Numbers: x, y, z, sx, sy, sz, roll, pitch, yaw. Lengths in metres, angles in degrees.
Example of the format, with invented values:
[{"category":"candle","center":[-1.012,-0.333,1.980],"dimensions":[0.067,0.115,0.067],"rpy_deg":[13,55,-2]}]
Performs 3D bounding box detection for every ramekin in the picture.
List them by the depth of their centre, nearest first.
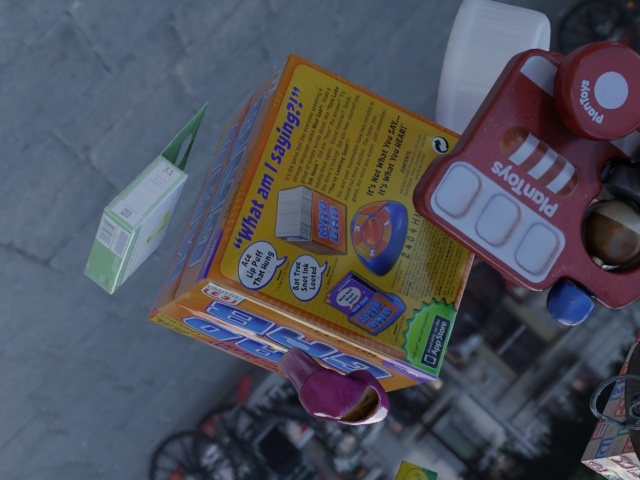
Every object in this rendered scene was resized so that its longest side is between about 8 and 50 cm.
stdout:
[{"category":"ramekin","center":[0.286,-0.256,1.974],"dimensions":[0.277,0.135,0.277],"rpy_deg":[12,90,-76]}]

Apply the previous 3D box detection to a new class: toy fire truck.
[{"category":"toy fire truck","center":[0.272,-0.053,1.279],"dimensions":[0.254,0.302,0.169],"rpy_deg":[-56,-163,-6]}]

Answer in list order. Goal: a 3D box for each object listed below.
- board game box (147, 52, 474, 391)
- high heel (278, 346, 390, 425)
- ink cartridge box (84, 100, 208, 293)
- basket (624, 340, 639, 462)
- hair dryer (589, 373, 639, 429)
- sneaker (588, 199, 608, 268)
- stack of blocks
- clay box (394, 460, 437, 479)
[{"category":"board game box","center":[0.000,0.000,1.817],"dimensions":[0.356,0.356,0.356],"rpy_deg":[-31,-143,66]},{"category":"high heel","center":[0.046,0.209,1.509],"dimensions":[0.082,0.117,0.244],"rpy_deg":[-46,142,-1]},{"category":"ink cartridge box","center":[-0.214,-0.056,1.607],"dimensions":[0.235,0.056,0.171],"rpy_deg":[-50,174,-36]},{"category":"basket","center":[0.533,0.203,1.559],"dimensions":[0.227,0.154,0.204],"rpy_deg":[-20,-121,48]},{"category":"hair dryer","center":[0.458,0.157,1.289],"dimensions":[0.223,0.294,0.080],"rpy_deg":[-39,-142,53]},{"category":"sneaker","center":[0.347,-0.105,1.591],"dimensions":[0.121,0.108,0.302],"rpy_deg":[149,-53,-70]},{"category":"stack of blocks","center":[0.589,0.274,2.112],"dimensions":[0.297,0.087,0.171],"rpy_deg":[-60,-171,-24]},{"category":"clay box","center":[0.079,0.377,1.412],"dimensions":[0.222,0.053,0.127],"rpy_deg":[-60,166,-58]}]
